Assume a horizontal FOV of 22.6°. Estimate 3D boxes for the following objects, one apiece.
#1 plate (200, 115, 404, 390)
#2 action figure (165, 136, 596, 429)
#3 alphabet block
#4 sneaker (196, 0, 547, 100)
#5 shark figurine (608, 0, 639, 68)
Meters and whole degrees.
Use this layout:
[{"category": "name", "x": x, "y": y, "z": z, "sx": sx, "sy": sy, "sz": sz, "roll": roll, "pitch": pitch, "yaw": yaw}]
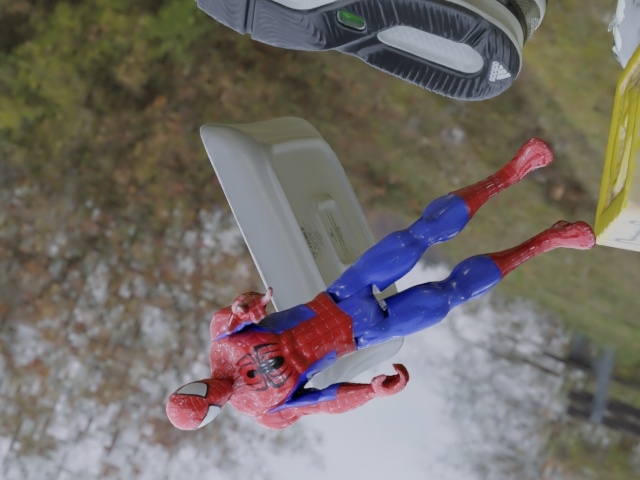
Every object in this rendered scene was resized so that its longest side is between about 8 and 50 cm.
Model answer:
[{"category": "plate", "x": 0.000, "y": 0.000, "z": 1.577, "sx": 0.277, "sy": 0.045, "sz": 0.278, "roll": 67, "pitch": -161, "yaw": 2}, {"category": "action figure", "x": 0.038, "y": 0.034, "z": 0.925, "sx": 0.091, "sy": 0.280, "sz": 0.139, "roll": 61, "pitch": 168, "yaw": -4}, {"category": "alphabet block", "x": 0.391, "y": -0.083, "z": 1.579, "sx": 0.197, "sy": 0.192, "sz": 0.193, "roll": 9, "pitch": 168, "yaw": 2}, {"category": "sneaker", "x": 0.035, "y": -0.326, "z": 1.654, "sx": 0.447, "sy": 0.257, "sz": 0.169, "roll": 24, "pitch": 146, "yaw": 9}, {"category": "shark figurine", "x": 0.404, "y": -0.271, "z": 1.912, "sx": 0.116, "sy": 0.278, "sz": 0.166, "roll": 13, "pitch": -136, "yaw": 15}]
